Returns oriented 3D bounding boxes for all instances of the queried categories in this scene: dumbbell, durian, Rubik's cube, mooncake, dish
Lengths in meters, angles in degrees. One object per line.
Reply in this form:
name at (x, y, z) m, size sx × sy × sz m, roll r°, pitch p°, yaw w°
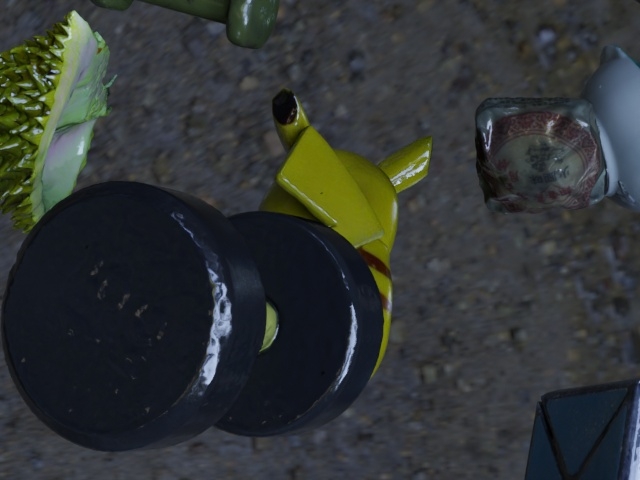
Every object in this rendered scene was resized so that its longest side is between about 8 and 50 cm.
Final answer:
dumbbell at (-0.084, -0.152, 1.054) m, size 0.118 × 0.052 × 0.046 m, roll 17°, pitch 92°, yaw 18°
durian at (-0.262, -0.108, 1.662) m, size 0.169 × 0.355 × 0.157 m, roll -28°, pitch 88°, yaw -4°
Rubik's cube at (0.386, 0.306, 1.939) m, size 0.254 × 0.260 × 0.259 m, roll 15°, pitch 73°, yaw -20°
mooncake at (0.211, -0.081, 1.670) m, size 0.125 × 0.130 × 0.073 m, roll -6°, pitch 44°, yaw 13°
dish at (0.343, -0.109, 2.018) m, size 0.078 × 0.246 × 0.224 m, roll -20°, pitch 80°, yaw -9°
dumbbell at (-0.095, 0.066, 1.418) m, size 0.322 × 0.203 × 0.204 m, roll 9°, pitch 74°, yaw -66°

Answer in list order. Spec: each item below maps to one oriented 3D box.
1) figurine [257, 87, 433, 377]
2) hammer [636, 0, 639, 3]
figurine at (-0.001, 0.007, 1.831) m, size 0.218 × 0.169 × 0.327 m, roll 28°, pitch 53°, yaw -33°
hammer at (0.090, -0.141, 0.684) m, size 0.409 × 0.095 × 0.242 m, roll 23°, pitch 45°, yaw -13°
